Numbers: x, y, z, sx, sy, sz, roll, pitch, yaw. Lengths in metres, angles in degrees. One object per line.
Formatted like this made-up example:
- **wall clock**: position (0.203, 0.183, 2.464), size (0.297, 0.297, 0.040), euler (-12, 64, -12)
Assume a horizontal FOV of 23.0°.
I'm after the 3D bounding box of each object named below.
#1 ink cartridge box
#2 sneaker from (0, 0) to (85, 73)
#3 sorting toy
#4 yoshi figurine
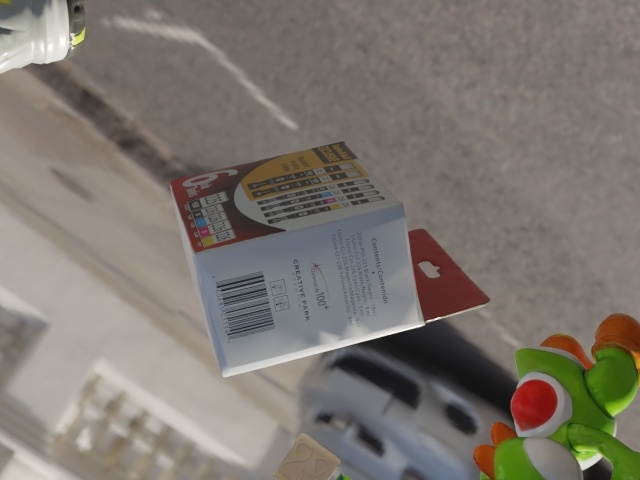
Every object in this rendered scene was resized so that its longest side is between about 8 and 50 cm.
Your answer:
- **ink cartridge box**: position (0.000, 0.000, 1.603), size (0.309, 0.271, 0.130), euler (-125, 22, -72)
- **sneaker**: position (-0.356, -0.254, 1.305), size (0.384, 0.147, 0.145), euler (34, 134, 37)
- **sorting toy**: position (-0.005, 0.267, 1.790), size (0.083, 0.062, 0.012), euler (34, 177, 18)
- **yoshi figurine**: position (0.286, 0.256, 1.743), size (0.203, 0.362, 0.204), euler (16, 130, 18)
